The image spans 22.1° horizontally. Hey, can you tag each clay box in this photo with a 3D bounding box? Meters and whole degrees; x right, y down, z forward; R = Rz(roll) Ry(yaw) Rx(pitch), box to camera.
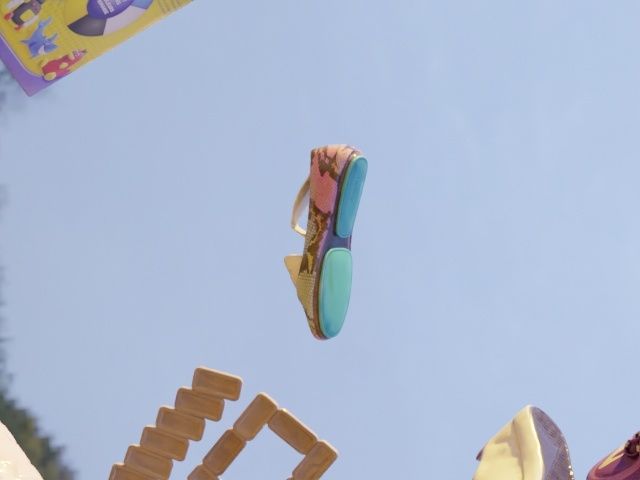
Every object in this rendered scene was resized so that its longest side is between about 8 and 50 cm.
[{"bbox_3d":[-0.167,-0.215,1.297,0.053,0.222,0.127,59,-1,27],"label":"clay box"}]

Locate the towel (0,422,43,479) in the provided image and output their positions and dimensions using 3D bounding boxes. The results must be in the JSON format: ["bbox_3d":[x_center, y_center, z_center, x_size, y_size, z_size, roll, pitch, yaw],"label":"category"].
[{"bbox_3d":[-0.446,0.140,1.477,0.332,0.317,0.053,44,-63,43],"label":"towel"}]

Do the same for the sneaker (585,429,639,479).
[{"bbox_3d":[0.263,0.139,1.238,0.170,0.071,0.068,-42,-157,21],"label":"sneaker"}]

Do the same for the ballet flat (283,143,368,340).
[{"bbox_3d":[0.000,0.000,1.848,0.079,0.077,0.221,8,-89,31],"label":"ballet flat"}]

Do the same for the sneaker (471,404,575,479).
[{"bbox_3d":[0.226,0.313,1.823,0.123,0.106,0.290,-40,-160,21],"label":"sneaker"}]

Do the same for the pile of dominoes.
[{"bbox_3d":[-0.125,0.273,1.917,0.251,0.196,0.040,-50,178,15],"label":"pile of dominoes"}]
